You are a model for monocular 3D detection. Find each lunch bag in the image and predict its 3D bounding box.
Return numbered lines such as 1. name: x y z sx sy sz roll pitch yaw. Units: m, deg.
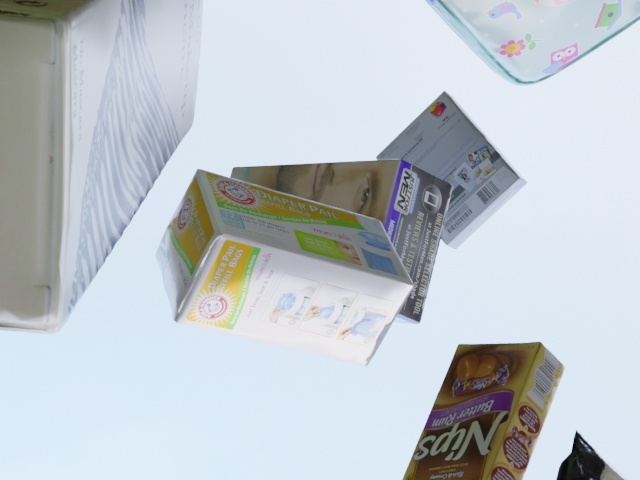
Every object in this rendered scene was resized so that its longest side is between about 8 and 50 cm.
1. lunch bag: 0.187 -0.277 1.331 0.224 0.279 0.108 -33 -131 17

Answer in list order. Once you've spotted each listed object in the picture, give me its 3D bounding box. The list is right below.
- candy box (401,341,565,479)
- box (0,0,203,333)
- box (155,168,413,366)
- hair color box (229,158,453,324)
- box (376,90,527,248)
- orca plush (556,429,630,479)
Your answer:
1. candy box: 0.156 0.189 1.412 0.109 0.053 0.186 -7 -130 47
2. box: -0.113 -0.066 0.576 0.094 0.113 0.275 6 -160 3
3. box: -0.036 0.026 1.338 0.203 0.103 0.114 15 -152 -27
4. hair color box: 0.000 0.000 1.864 0.339 0.110 0.185 1 -108 48
5. box: 0.188 -0.103 2.102 0.145 0.038 0.186 -44 -117 13
6. orca plush: 0.284 0.296 1.210 0.102 0.287 0.151 -46 -159 7
